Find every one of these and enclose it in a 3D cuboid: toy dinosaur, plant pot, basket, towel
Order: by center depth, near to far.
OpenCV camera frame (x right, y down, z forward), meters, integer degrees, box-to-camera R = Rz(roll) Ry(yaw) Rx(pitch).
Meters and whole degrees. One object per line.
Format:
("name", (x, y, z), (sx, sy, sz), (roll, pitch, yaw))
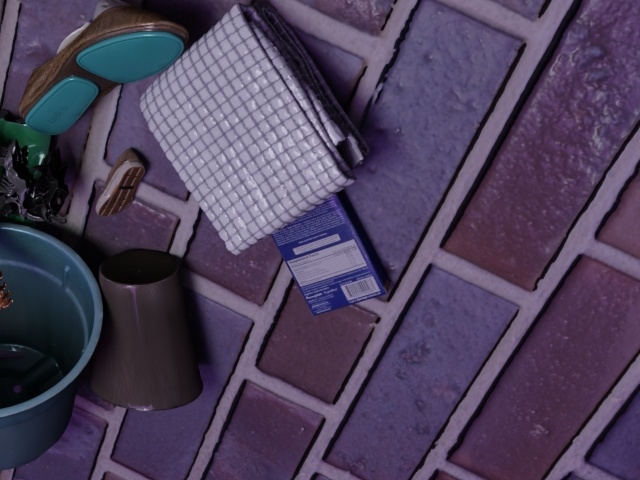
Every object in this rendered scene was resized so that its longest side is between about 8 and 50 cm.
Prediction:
("towel", (-0.089, -0.157, 1.310), (0.235, 0.121, 0.284), (-34, 90, 29))
("toy dinosaur", (-0.510, -0.068, 1.421), (0.218, 0.164, 0.322), (-13, 109, 10))
("plant pot", (-0.535, 0.201, 1.537), (0.341, 0.341, 0.334), (25, 144, 3))
("basket", (-0.297, 0.143, 1.548), (0.204, 0.154, 0.227), (10, 117, 17))

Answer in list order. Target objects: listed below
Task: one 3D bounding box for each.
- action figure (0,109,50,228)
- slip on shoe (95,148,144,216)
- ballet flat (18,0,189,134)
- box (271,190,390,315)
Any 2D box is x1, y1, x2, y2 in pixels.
("action figure", (-0.503, -0.094, 1.529), (0.137, 0.063, 0.232), (14, 117, 8))
("slip on shoe", (-0.323, -0.091, 1.489), (0.135, 0.051, 0.041), (-51, 55, 40))
("ballet flat", (-0.317, -0.269, 1.335), (0.116, 0.124, 0.342), (18, 148, -41))
("box", (0.000, 0.000, 1.433), (0.136, 0.036, 0.225), (-18, 111, 26))
